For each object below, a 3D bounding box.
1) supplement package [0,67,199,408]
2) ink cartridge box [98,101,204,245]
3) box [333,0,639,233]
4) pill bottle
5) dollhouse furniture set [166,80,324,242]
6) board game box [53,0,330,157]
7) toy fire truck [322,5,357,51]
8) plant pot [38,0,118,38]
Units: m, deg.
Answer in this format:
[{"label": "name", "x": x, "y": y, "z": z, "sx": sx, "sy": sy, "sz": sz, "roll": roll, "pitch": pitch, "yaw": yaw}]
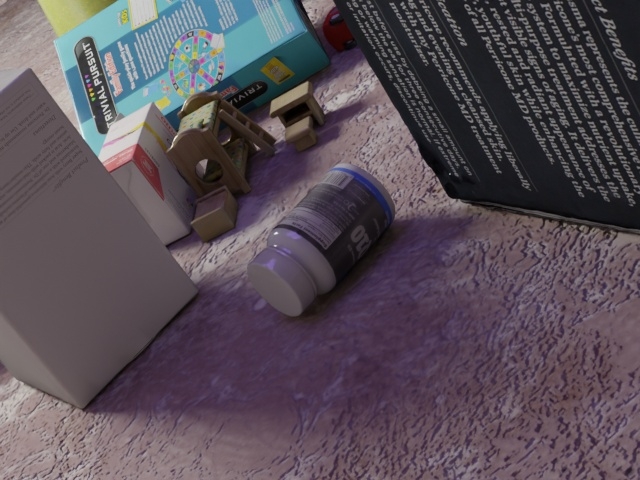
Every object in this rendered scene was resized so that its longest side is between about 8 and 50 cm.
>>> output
[{"label": "supplement package", "x": -0.299, "y": -0.004, "z": 1.273, "sx": 0.177, "sy": 0.293, "sz": 0.175, "roll": -46, "pitch": 28, "yaw": -24}, {"label": "ink cartridge box", "x": -0.201, "y": -0.086, "z": 1.511, "sx": 0.067, "sy": 0.115, "sz": 0.198, "roll": -28, "pitch": 26, "yaw": 16}, {"label": "box", "x": 0.332, "y": -0.254, "z": 0.961, "sx": 0.480, "sy": 0.297, "sz": 0.472, "roll": -43, "pitch": 28, "yaw": -19}, {"label": "pill bottle", "x": 0.000, "y": 0.000, "z": 1.159, "sx": 0.137, "sy": 0.078, "sz": 0.078, "roll": -47, "pitch": 28, "yaw": -25}, {"label": "dollhouse furniture set", "x": -0.085, "y": -0.114, "z": 1.436, "sx": 0.161, "sy": 0.101, "sz": 0.182, "roll": -27, "pitch": 26, "yaw": 15}, {"label": "board game box", "x": -0.181, "y": -0.256, "z": 1.714, "sx": 0.336, "sy": 0.079, "sz": 0.254, "roll": -30, "pitch": 52, "yaw": 10}, {"label": "toy fire truck", "x": 0.097, "y": -0.329, "z": 1.663, "sx": 0.192, "sy": 0.047, "sz": 0.135, "roll": -24, "pitch": 26, "yaw": 23}, {"label": "plant pot", "x": -0.356, "y": -0.404, "z": 2.103, "sx": 0.276, "sy": 0.254, "sz": 0.276, "roll": -28, "pitch": 26, "yaw": 15}]
